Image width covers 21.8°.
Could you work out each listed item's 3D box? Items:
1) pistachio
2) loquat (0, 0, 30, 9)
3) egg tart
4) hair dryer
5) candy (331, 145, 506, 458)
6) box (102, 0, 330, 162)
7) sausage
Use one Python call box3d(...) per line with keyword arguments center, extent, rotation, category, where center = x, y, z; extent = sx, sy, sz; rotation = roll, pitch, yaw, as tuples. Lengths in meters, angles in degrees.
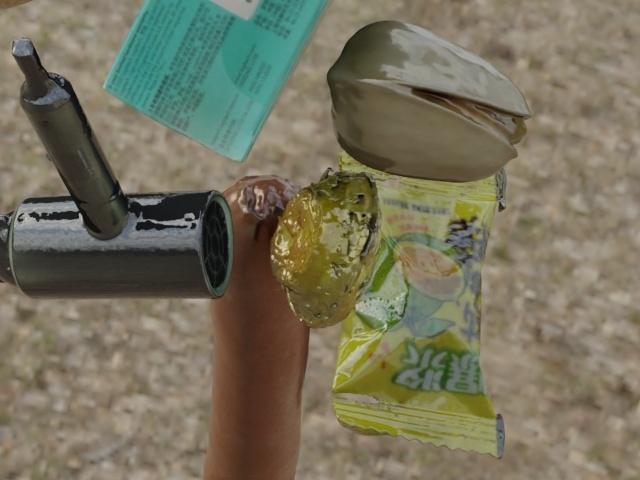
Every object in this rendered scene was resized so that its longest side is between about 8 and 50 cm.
box3d(center=(0.076, -0.096, 1.177), extent=(0.149, 0.113, 0.113), rotation=(12, 26, -2), category="pistachio")
box3d(center=(-0.376, -0.366, 1.644), extent=(0.328, 0.328, 0.359), rotation=(26, 66, 20), category="loquat")
box3d(center=(0.000, 0.000, 1.230), extent=(0.052, 0.130, 0.130), rotation=(16, 24, -25), category="egg tart")
box3d(center=(-0.182, -0.048, 1.116), extent=(0.196, 0.248, 0.078), rotation=(-1, 51, 13), category="hair dryer")
box3d(center=(0.097, 0.055, 1.612), extent=(0.187, 0.081, 0.297), rotation=(9, 68, -17), category="candy")
box3d(center=(-0.042, -0.203, 1.238), extent=(0.118, 0.205, 0.311), rotation=(30, 20, -4), category="box")
box3d(center=(-0.057, 0.101, 1.440), extent=(0.094, 0.419, 0.094), rotation=(29, 51, 23), category="sausage")
